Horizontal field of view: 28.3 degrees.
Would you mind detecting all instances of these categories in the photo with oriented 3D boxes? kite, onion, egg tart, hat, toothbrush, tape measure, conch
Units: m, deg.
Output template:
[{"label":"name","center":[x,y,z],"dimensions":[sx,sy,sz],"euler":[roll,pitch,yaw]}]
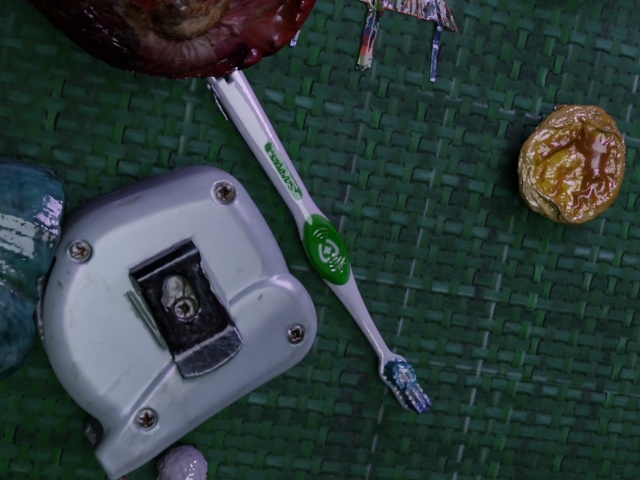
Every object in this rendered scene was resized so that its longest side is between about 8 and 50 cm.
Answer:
[{"label":"kite","center":[0.059,-0.243,1.235],"dimensions":[0.183,0.010,0.160],"euler":[11,96,-21]},{"label":"onion","center":[-0.123,-0.265,1.051],"dimensions":[0.276,0.276,0.276],"euler":[-3,100,-19]},{"label":"egg tart","center":[0.256,-0.082,1.311],"dimensions":[0.130,0.052,0.130],"euler":[-4,102,-18]},{"label":"hat","center":[-0.147,0.278,1.217],"dimensions":[0.093,0.112,0.162],"euler":[6,87,-48]},{"label":"toothbrush","center":[-0.002,-0.001,1.246],"dimensions":[0.042,0.040,0.418],"euler":[-34,104,-14]},{"label":"tape measure","center":[-0.141,0.069,1.157],"dimensions":[0.243,0.125,0.246],"euler":[-33,109,-12]},{"label":"conch","center":[-0.305,0.038,1.071],"dimensions":[0.134,0.196,0.202],"euler":[12,55,-42]}]
